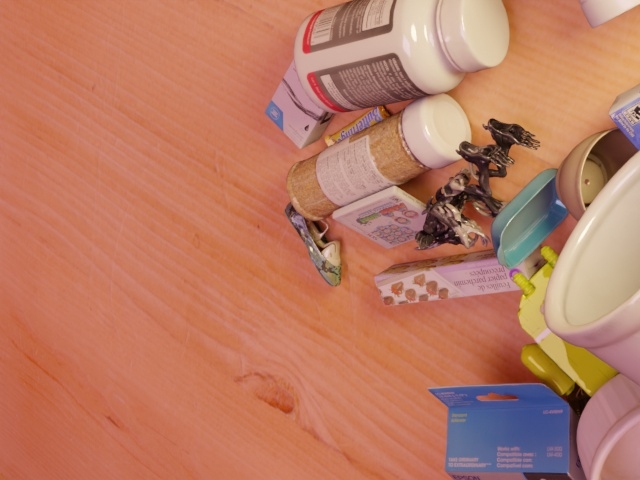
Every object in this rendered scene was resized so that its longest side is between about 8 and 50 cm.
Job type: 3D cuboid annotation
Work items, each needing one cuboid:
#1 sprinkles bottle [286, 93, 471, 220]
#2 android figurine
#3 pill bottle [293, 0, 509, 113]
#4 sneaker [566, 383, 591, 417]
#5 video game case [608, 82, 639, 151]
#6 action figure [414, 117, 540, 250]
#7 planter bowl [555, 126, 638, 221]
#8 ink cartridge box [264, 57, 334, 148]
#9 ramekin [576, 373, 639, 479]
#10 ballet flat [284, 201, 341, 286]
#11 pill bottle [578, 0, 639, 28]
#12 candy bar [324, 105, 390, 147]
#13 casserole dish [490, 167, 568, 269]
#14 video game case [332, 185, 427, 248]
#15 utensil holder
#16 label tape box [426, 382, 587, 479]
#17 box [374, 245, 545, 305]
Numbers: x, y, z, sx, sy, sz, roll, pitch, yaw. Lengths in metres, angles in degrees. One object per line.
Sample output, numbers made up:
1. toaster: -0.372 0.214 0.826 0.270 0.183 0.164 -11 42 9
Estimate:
1. sprinkles bottle: 0.092 -0.138 1.697 0.355 0.121 0.121 -23 96 45
2. android figurine: 0.426 0.128 1.541 0.273 0.056 0.248 47 108 5
3. pill bottle: 0.127 -0.308 1.541 0.319 0.176 0.176 -5 109 42
4. sneaker: 0.451 0.264 1.638 0.086 0.064 0.192 38 131 20
5. video game case: 0.564 -0.139 1.290 0.269 0.061 0.244 46 135 -9
6. action figure: 0.246 -0.055 1.570 0.141 0.164 0.275 39 140 14
7. planter bowl: 0.416 -0.086 1.440 0.109 0.162 0.162 12 123 68
8. ink cartridge box: -0.017 -0.267 1.767 0.104 0.060 0.180 46 134 13
9. ramekin: 0.523 0.315 1.473 0.277 0.135 0.277 -2 115 -4
10. ballet flat: 0.000 0.000 1.894 0.070 0.070 0.188 -30 94 45
11. pill bottle: 0.343 -0.457 1.271 0.188 0.188 0.333 -25 95 45
12. candy bar: 0.067 -0.201 1.760 0.161 0.018 0.040 -29 92 46
13. casserole dish: 0.325 -0.039 1.517 0.037 0.188 0.114 35 159 38
14. video game case: 0.125 -0.038 1.731 0.143 0.019 0.157 29 147 -33
15. utensil holder: 0.533 0.087 1.227 0.385 0.327 0.327 35 135 -8
16. label tape box: 0.353 0.383 1.657 0.249 0.115 0.347 -12 132 44
17. box: 0.240 0.062 1.716 0.324 0.067 0.063 -11 105 44
